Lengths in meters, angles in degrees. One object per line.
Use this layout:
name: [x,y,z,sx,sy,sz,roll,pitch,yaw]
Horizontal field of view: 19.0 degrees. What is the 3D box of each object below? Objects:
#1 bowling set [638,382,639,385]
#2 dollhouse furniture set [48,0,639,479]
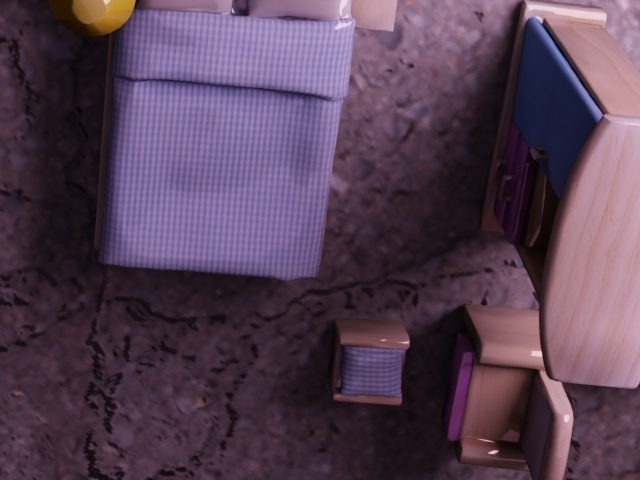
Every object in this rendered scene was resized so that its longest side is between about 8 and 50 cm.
bowling set: [0.256,0.100,1.078,0.200,0.154,0.287,1,113,-6]
dollhouse furniture set: [0.000,0.000,0.989,0.303,0.198,0.286,6,113,-7]
